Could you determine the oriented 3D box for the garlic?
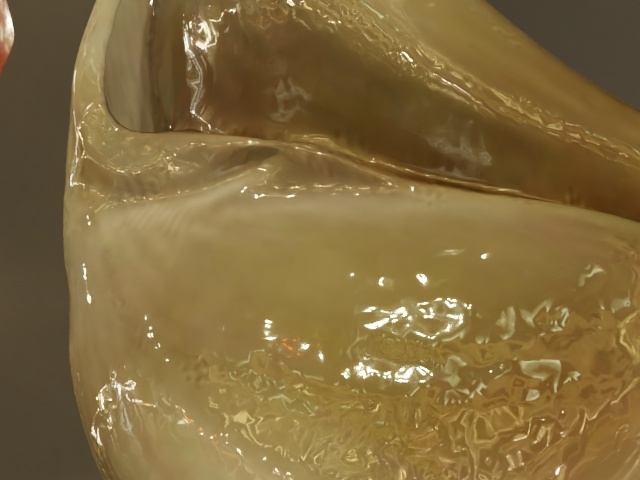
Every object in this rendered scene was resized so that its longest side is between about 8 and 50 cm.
[{"bbox_3d":[0.000,0.000,0.607,0.340,0.231,0.246,44,-43,6],"label":"garlic"}]

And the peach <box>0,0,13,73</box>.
[{"bbox_3d":[-0.284,-0.110,0.906,0.226,0.196,0.190,-25,25,-14],"label":"peach"}]
